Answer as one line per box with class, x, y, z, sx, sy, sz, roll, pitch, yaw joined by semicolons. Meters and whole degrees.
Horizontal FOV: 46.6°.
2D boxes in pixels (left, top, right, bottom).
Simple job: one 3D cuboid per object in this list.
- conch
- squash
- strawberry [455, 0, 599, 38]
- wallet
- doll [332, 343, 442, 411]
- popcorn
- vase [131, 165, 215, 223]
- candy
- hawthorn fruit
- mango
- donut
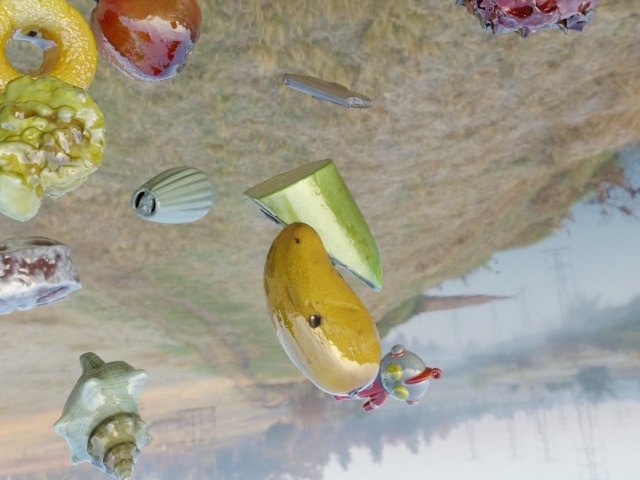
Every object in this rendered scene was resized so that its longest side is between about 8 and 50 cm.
conch;-0.295;0.225;1.002;0.137;0.234;0.114;-36;149;20
squash;0.000;0.000;1.593;0.210;0.309;0.233;-26;-166;-12
strawberry;0.284;-0.434;1.001;0.250;0.288;0.238;29;-143;30
wallet;0.015;-0.276;1.388;0.152;0.039;0.118;23;-163;25
doll;0.122;0.265;1.436;0.245;0.142;0.076;-8;-166;36
popcorn;-0.490;-0.179;1.325;0.225;0.286;0.174;-25;136;-2
vase;-0.320;-0.093;1.603;0.128;0.128;0.248;-9;-173;17
candy;-0.656;0.075;1.554;0.289;0.157;0.214;-11;176;-33
hawthorn fruit;-0.430;-0.504;1.702;0.300;0.254;0.254;26;157;-17
mango;-0.008;0.114;1.198;0.120;0.295;0.177;-39;163;31
donut;-0.598;-0.381;1.524;0.302;0.303;0.110;5;178;-40
